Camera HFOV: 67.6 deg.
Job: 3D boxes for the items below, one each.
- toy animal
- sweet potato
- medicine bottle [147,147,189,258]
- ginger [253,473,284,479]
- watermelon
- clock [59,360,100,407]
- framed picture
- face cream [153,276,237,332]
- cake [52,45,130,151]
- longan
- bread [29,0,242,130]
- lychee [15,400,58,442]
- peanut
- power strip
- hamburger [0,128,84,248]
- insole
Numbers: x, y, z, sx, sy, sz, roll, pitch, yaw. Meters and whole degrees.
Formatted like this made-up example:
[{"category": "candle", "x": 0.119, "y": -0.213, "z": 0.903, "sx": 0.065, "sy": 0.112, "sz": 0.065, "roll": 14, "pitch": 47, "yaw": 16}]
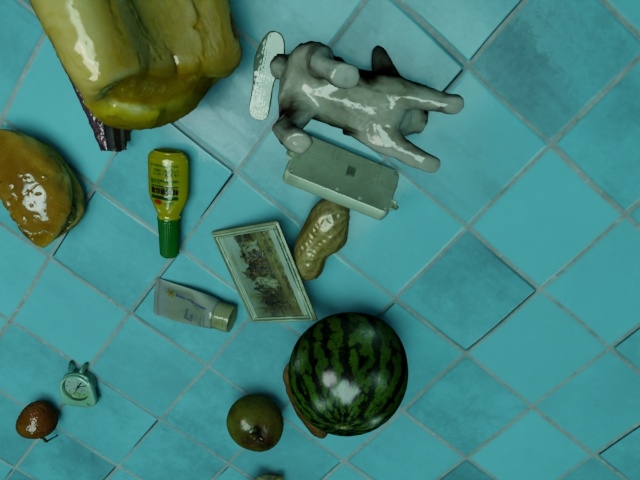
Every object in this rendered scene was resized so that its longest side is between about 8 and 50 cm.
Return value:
[{"category": "toy animal", "x": 0.069, "y": -0.284, "z": 0.942, "sx": 0.343, "sy": 0.303, "sz": 0.195, "roll": 9, "pitch": 119, "yaw": -25}, {"category": "sweet potato", "x": -0.030, "y": 0.438, "z": 1.288, "sx": 0.097, "sy": 0.097, "sz": 0.252, "roll": -16, "pitch": 108, "yaw": 11}, {"category": "medicine bottle", "x": -0.357, "y": -0.083, "z": 1.128, "sx": 0.094, "sy": 0.064, "sz": 0.261, "roll": 7, "pitch": 113, "yaw": 2}, {"category": "ginger", "x": -0.218, "y": 0.801, "z": 1.456, "sx": 0.294, "sy": 0.086, "sz": 0.131, "roll": -39, "pitch": 126, "yaw": 22}, {"category": "watermelon", "x": 0.065, "y": 0.314, "z": 1.134, "sx": 0.284, "sy": 0.285, "sz": 0.286, "roll": 2, "pitch": 111, "yaw": 4}, {"category": "clock", "x": -0.685, "y": 0.409, "z": 1.359, "sx": 0.101, "sy": 0.041, "sz": 0.135, "roll": 6, "pitch": 111, "yaw": 3}, {"category": "framed picture", "x": -0.140, "y": 0.088, "z": 1.159, "sx": 0.216, "sy": 0.017, "sz": 0.275, "roll": -9, "pitch": 112, "yaw": 34}, {"category": "face cream", "x": -0.331, "y": 0.175, "z": 1.234, "sx": 0.223, "sy": 0.070, "sz": 0.114, "roll": 15, "pitch": 112, "yaw": 8}, {"category": "cake", "x": -0.480, "y": -0.333, "z": 1.015, "sx": 0.112, "sy": 0.116, "sz": 0.296, "roll": -5, "pitch": 108, "yaw": 11}, {"category": "longan", "x": -0.174, "y": 0.495, "z": 1.284, "sx": 0.154, "sy": 0.176, "sz": 0.145, "roll": 3, "pitch": 97, "yaw": -12}, {"category": "bread", "x": -0.350, "y": -0.404, "z": 0.864, "sx": 0.250, "sy": 0.361, "sz": 0.395, "roll": 5, "pitch": 120, "yaw": 42}, {"category": "lychee", "x": -0.814, "y": 0.532, "z": 1.385, "sx": 0.101, "sy": 0.114, "sz": 0.141, "roll": -8, "pitch": 93, "yaw": 39}, {"category": "peanut", "x": 0.000, "y": 0.000, "z": 1.113, "sx": 0.108, "sy": 0.095, "sz": 0.226, "roll": 31, "pitch": 112, "yaw": 4}, {"category": "power strip", "x": 0.050, "y": -0.140, "z": 1.051, "sx": 0.270, "sy": 0.046, "sz": 0.118, "roll": 21, "pitch": 67, "yaw": -4}, {"category": "hamburger", "x": -0.648, "y": -0.134, "z": 1.089, "sx": 0.156, "sy": 0.144, "sz": 0.283, "roll": -20, "pitch": 106, "yaw": 12}, {"category": "insole", "x": -0.119, "y": -0.354, "z": 1.034, "sx": 0.064, "sy": 0.004, "sz": 0.189, "roll": 15, "pitch": 111, "yaw": 0}]
